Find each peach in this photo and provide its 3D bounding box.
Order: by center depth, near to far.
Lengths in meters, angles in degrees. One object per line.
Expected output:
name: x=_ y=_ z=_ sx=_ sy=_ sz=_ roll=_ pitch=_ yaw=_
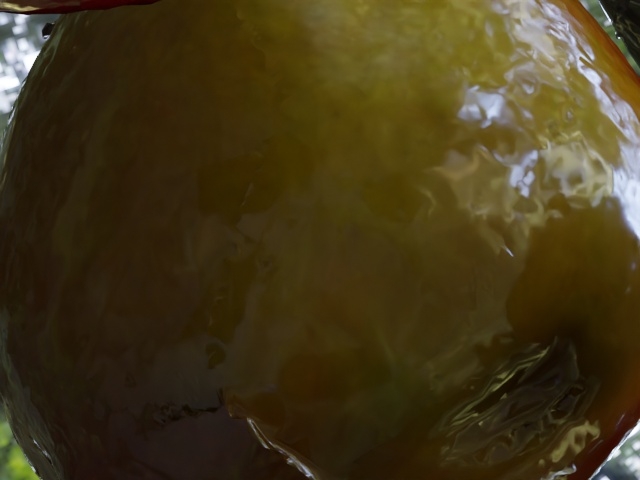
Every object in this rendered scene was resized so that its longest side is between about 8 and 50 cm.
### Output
peach: x=-0.001 y=0.001 z=0.809 sx=0.372 sy=0.373 sz=0.290 roll=43 pitch=-33 yaw=21

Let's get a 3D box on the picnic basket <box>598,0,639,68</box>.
picnic basket: x=0.370 y=-0.168 z=1.075 sx=0.291 sy=0.321 sz=0.254 roll=54 pitch=-12 yaw=-23

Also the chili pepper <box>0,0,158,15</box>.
chili pepper: x=-0.186 y=-0.137 z=0.522 sx=0.388 sy=0.110 sz=0.110 roll=11 pitch=-51 yaw=-8
